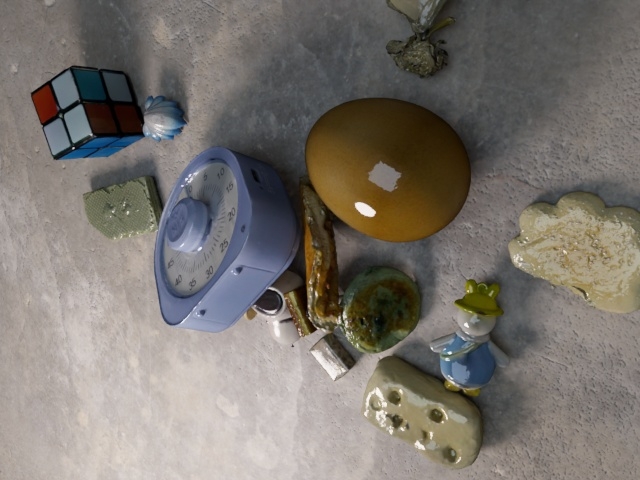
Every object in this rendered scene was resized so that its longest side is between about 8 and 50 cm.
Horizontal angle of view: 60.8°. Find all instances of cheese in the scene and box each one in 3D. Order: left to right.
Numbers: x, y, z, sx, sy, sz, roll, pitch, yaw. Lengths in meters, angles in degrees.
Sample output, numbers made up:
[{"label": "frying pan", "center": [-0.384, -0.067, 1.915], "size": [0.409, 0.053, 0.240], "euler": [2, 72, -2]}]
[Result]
[{"label": "cheese", "center": [0.214, 0.366, 1.147], "size": [0.262, 0.093, 0.159], "euler": [24, 112, 20]}]

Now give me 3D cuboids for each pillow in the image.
[{"label": "pillow", "center": [0.200, -0.476, 0.952], "size": [0.119, 0.053, 0.208], "euler": [48, 115, 24]}]

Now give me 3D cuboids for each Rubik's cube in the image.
[{"label": "Rubik's cube", "center": [-0.570, -0.313, 1.358], "size": [0.167, 0.183, 0.180], "euler": [-18, 94, 28]}]

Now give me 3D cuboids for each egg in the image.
[{"label": "egg", "center": [0.115, -0.134, 1.000], "size": [0.322, 0.250, 0.250], "euler": [29, 112, 24]}]

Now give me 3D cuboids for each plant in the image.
[{"label": "plant", "center": [0.188, -0.364, 1.000], "size": [0.116, 0.104, 0.122], "euler": [41, 110, 25]}]

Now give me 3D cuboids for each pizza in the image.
[{"label": "pizza", "center": [0.000, 0.000, 1.102], "size": [0.073, 0.182, 0.366], "euler": [-4, 61, 0]}]

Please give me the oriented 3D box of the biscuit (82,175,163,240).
[{"label": "biscuit", "center": [-0.531, -0.079, 1.460], "size": [0.252, 0.052, 0.151], "euler": [-8, 97, 29]}]

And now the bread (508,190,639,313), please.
[{"label": "bread", "center": [0.471, 0.012, 0.968], "size": [0.250, 0.039, 0.182], "euler": [28, 113, 20]}]

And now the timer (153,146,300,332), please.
[{"label": "timer", "center": [-0.236, -0.026, 1.180], "size": [0.394, 0.173, 0.396], "euler": [-18, 65, 45]}]

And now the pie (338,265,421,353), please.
[{"label": "pie", "center": [0.123, 0.144, 1.119], "size": [0.186, 0.041, 0.187], "euler": [-4, 103, -16]}]

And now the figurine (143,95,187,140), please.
[{"label": "figurine", "center": [-0.376, -0.295, 1.330], "size": [0.114, 0.079, 0.115], "euler": [-1, 98, -10]}]

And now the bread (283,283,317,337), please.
[{"label": "bread", "center": [-0.032, 0.138, 1.101], "size": [0.035, 0.090, 0.095], "euler": [-22, 90, 20]}]

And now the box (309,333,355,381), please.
[{"label": "box", "center": [0.028, 0.266, 1.248], "size": [0.098, 0.045, 0.062], "euler": [47, 118, 10]}]

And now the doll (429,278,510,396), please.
[{"label": "doll", "center": [0.296, 0.194, 1.065], "size": [0.135, 0.098, 0.241], "euler": [23, 111, 46]}]

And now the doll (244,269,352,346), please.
[{"label": "doll", "center": [-0.043, 0.124, 1.216], "size": [0.271, 0.144, 0.208], "euler": [-27, 109, 32]}]
